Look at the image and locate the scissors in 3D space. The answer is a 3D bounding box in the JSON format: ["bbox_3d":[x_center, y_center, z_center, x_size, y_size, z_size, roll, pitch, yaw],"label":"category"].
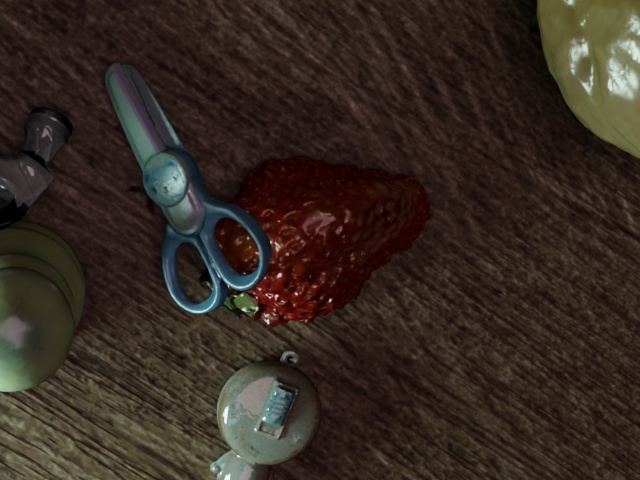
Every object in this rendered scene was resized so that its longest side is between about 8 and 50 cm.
[{"bbox_3d":[-0.141,-0.058,1.409,0.125,0.030,0.256,-30,85,34],"label":"scissors"}]

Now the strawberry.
[{"bbox_3d":[-0.004,-0.006,1.443,0.236,0.107,0.175,-42,102,-3],"label":"strawberry"}]

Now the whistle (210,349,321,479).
[{"bbox_3d":[-0.068,0.214,1.489,0.107,0.057,0.220,22,95,-15],"label":"whistle"}]

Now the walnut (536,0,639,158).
[{"bbox_3d":[0.375,-0.247,1.381,0.384,0.383,0.383,-2,98,-11],"label":"walnut"}]

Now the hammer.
[{"bbox_3d":[-0.447,-0.144,1.355,0.427,0.044,0.152,29,64,-7],"label":"hammer"}]

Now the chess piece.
[{"bbox_3d":[-0.277,0.068,1.323,0.144,0.251,0.144,-2,99,-12],"label":"chess piece"}]
